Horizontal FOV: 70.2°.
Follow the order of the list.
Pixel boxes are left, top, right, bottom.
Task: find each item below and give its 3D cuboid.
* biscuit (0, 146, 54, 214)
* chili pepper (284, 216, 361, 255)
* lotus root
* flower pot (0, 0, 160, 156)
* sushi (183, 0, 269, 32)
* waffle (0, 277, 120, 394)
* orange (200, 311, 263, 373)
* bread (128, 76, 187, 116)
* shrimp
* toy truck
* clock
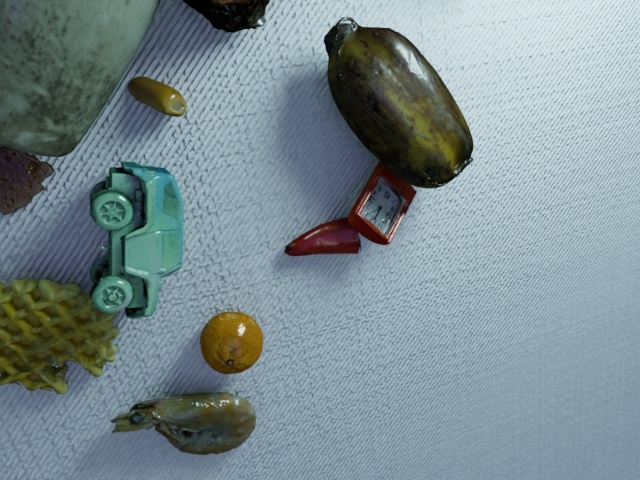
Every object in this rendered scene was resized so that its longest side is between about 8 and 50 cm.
[{"bbox_3d":[-0.551,-0.109,0.813,0.119,0.019,0.130,17,98,-22],"label":"biscuit"},{"bbox_3d":[0.000,0.004,1.008,0.168,0.065,0.088,-13,90,-11],"label":"chili pepper"},{"bbox_3d":[0.157,-0.267,0.913,0.397,0.179,0.196,46,72,-16],"label":"lotus root"},{"bbox_3d":[-0.420,-0.316,0.670,0.293,0.293,0.330,23,104,-22],"label":"flower pot"},{"bbox_3d":[-0.104,-0.522,0.753,0.234,0.207,0.349,23,92,-17],"label":"sushi"},{"bbox_3d":[-0.523,0.182,0.872,0.261,0.056,0.250,19,106,-20],"label":"waffle"},{"bbox_3d":[-0.187,0.220,0.971,0.135,0.117,0.136,-8,111,-22],"label":"orange"},{"bbox_3d":[-0.298,-0.268,0.844,0.062,0.103,0.049,-12,129,-60],"label":"bread"},{"bbox_3d":[-0.297,0.415,1.012,0.317,0.077,0.168,8,104,-23],"label":"shrimp"},{"bbox_3d":[-0.342,-0.001,0.842,0.156,0.155,0.279,-1,105,-26],"label":"toy truck"},{"bbox_3d":[0.130,-0.078,0.997,0.113,0.061,0.155,40,66,-22],"label":"clock"}]
